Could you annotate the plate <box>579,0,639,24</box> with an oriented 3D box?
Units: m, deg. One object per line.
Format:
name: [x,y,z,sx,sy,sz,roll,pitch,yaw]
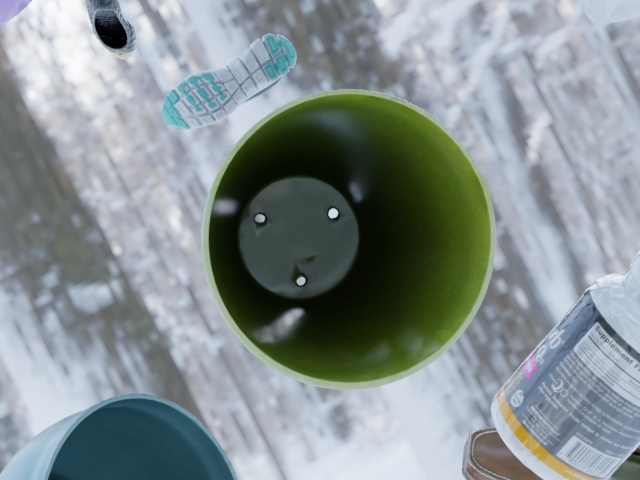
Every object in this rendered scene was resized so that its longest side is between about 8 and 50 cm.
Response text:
plate: [0.319,-0.338,1.688,0.278,0.277,0.045,-11,36,31]

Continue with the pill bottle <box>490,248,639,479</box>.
pill bottle: [0.333,0.139,2.134,0.278,0.162,0.162,-52,-14,21]

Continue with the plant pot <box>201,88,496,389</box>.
plant pot: [0.000,0.000,1.871,0.275,0.275,0.293,-26,5,-10]

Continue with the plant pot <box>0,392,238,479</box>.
plant pot: [-0.242,0.319,1.972,0.196,0.293,0.293,-16,3,40]

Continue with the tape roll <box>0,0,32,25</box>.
tape roll: [-0.295,-0.326,1.653,0.275,0.090,0.275,-58,-19,-33]

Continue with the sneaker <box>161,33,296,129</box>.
sneaker: [-0.102,-0.170,2.146,0.166,0.065,0.076,-27,-7,-7]

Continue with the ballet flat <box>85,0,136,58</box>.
ballet flat: [-0.296,-0.297,2.635,0.057,0.049,0.173,-5,-27,8]

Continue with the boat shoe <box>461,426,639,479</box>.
boat shoe: [0.353,0.299,2.509,0.324,0.122,0.120,11,-31,-9]
